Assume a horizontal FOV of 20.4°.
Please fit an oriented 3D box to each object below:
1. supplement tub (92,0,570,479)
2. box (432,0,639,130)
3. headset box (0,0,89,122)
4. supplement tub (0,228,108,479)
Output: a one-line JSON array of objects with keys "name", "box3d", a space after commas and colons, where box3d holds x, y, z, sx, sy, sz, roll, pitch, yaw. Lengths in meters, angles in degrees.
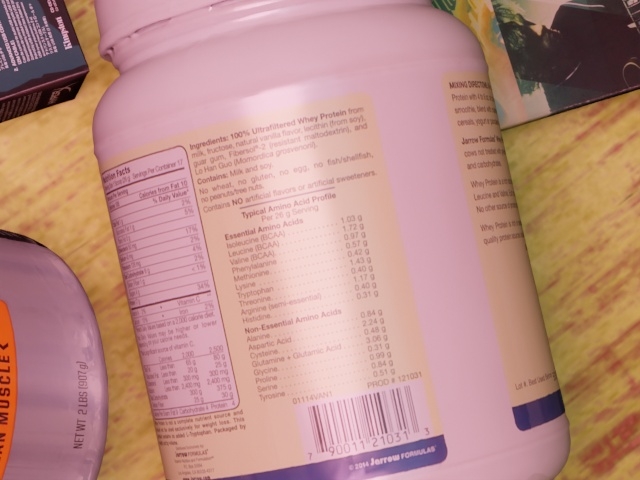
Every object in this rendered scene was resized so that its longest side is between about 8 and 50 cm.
[{"name": "supplement tub", "box3d": [0.000, 0.000, 1.026, 0.235, 0.235, 0.324, -12, 88, -13]}, {"name": "box", "box3d": [0.179, -0.210, 1.176, 0.322, 0.058, 0.232, -18, 89, -12]}, {"name": "headset box", "box3d": [-0.311, -0.144, 1.034, 0.293, 0.110, 0.218, -21, 89, -14]}, {"name": "supplement tub", "box3d": [-0.291, 0.075, 0.900, 0.338, 0.207, 0.207, 11, 81, -47]}]
